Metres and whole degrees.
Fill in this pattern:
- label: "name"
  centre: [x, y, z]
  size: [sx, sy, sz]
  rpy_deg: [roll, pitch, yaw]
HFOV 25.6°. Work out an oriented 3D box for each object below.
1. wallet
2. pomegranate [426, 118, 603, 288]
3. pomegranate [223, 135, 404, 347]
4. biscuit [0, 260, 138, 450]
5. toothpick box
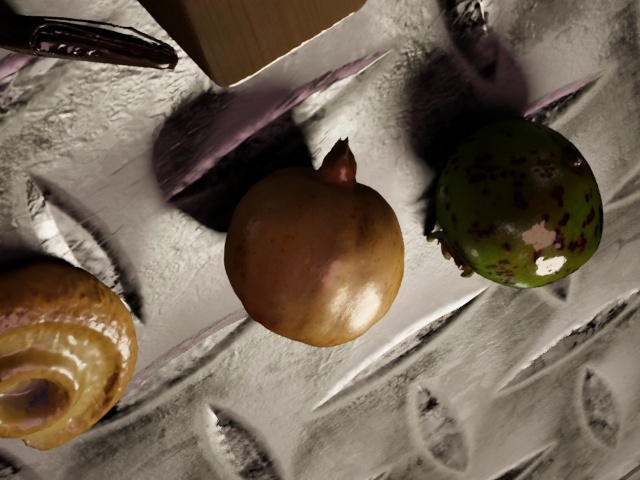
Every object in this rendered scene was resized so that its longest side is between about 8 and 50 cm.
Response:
- label: "wallet"
  centre: [-0.236, -0.172, 1.172]
  size: [0.133, 0.243, 0.039]
  rpy_deg: [7, 97, -39]
- label: "pomegranate"
  centre: [0.226, -0.028, 1.701]
  size: [0.211, 0.211, 0.263]
  rpy_deg: [1, 147, -38]
- label: "pomegranate"
  centre: [-0.006, 0.016, 1.557]
  size: [0.207, 0.207, 0.207]
  rpy_deg: [-21, 138, -20]
- label: "biscuit"
  centre: [-0.308, 0.125, 1.518]
  size: [0.213, 0.091, 0.274]
  rpy_deg: [-47, 138, 14]
- label: "toothpick box"
  centre: [-0.113, -0.279, 1.099]
  size: [0.190, 0.308, 0.187]
  rpy_deg: [-31, 141, -11]
